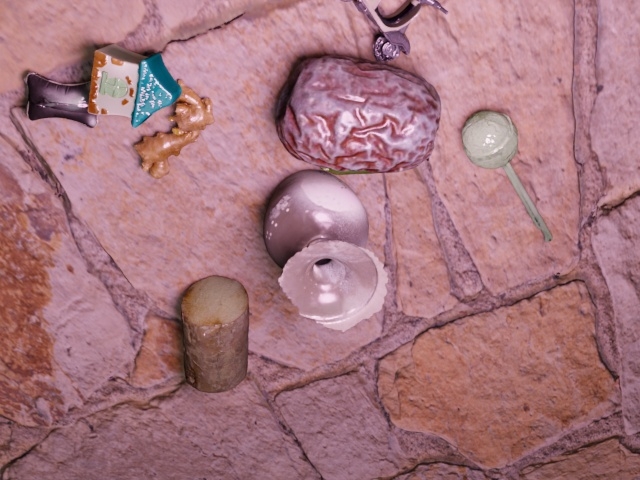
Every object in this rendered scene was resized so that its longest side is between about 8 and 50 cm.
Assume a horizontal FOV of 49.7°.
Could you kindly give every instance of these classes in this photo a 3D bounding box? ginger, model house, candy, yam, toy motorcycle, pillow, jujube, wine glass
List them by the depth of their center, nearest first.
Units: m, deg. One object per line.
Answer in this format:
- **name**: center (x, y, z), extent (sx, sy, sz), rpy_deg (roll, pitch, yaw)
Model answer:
- **toy motorcycle**: center (0.112, -0.457, 1.275), extent (0.157, 0.091, 0.263), rpy_deg (-37, 122, 11)
- **model house**: center (-0.339, -0.284, 1.283), extent (0.149, 0.100, 0.127), rpy_deg (14, 114, -4)
- **pillow**: center (-0.494, -0.268, 1.321), extent (0.136, 0.055, 0.091), rpy_deg (4, 91, -15)
- **jujube**: center (0.077, -0.239, 1.338), extent (0.317, 0.226, 0.226), rpy_deg (9, 122, -12)
- **ginger**: center (-0.293, -0.220, 1.387), extent (0.176, 0.052, 0.193), rpy_deg (-11, 124, 4)
- **wine glass**: center (0.000, 0.000, 1.422), extent (0.238, 0.323, 0.238), rpy_deg (-4, 125, -5)
- **candy**: center (0.446, -0.129, 1.560), extent (0.119, 0.119, 0.440), rpy_deg (-35, 130, 14)
- **yam**: center (-0.249, 0.233, 1.640), extent (0.161, 0.161, 0.268), rpy_deg (-1, 126, -9)

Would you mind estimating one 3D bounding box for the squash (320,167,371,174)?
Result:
- **squash**: center (0.096, -0.175, 1.468), extent (0.219, 0.077, 0.068), rpy_deg (-4, 104, -11)
